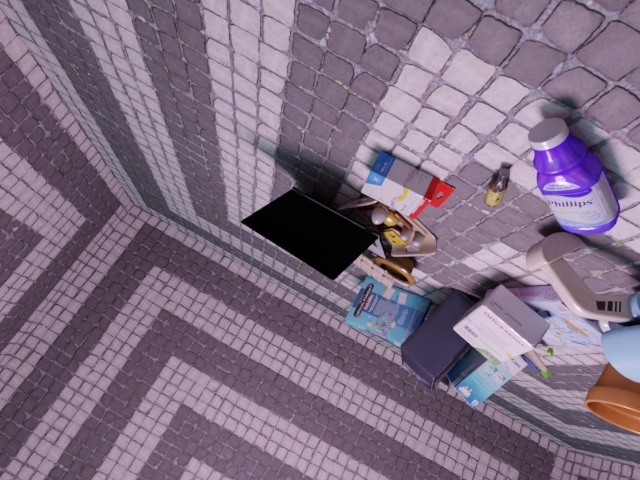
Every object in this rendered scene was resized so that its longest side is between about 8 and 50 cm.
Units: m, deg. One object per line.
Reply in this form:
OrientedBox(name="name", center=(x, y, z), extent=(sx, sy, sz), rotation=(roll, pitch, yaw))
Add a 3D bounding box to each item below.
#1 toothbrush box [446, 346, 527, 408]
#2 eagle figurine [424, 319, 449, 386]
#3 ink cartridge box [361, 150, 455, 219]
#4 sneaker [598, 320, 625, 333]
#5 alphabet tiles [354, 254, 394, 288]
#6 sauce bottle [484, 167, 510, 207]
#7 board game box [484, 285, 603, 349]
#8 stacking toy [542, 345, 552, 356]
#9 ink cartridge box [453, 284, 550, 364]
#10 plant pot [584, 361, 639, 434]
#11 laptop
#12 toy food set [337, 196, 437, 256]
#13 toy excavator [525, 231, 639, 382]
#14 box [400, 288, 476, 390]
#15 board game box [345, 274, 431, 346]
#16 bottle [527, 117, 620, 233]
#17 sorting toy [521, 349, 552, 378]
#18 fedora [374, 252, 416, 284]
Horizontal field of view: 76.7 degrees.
OrientedBox(name="toothbrush box", center=(0.710, 0.554, 1.769), extent=(0.126, 0.295, 0.216), rotation=(47, -176, 2))
OrientedBox(name="eagle figurine", center=(0.618, 0.524, 1.991), extent=(0.225, 0.226, 0.298), rotation=(21, -157, -36))
OrientedBox(name="ink cartridge box", center=(0.246, -0.144, 1.159), extent=(0.231, 0.078, 0.134), rotation=(28, 160, 4))
OrientedBox(name="sneaker", center=(0.980, 0.304, 1.205), extent=(0.282, 0.099, 0.153), rotation=(39, 160, -16))
OrientedBox(name="alphabet tiles", center=(0.204, 0.116, 1.807), extent=(0.284, 0.021, 0.278), rotation=(36, 171, 12))
OrientedBox(name="sauce bottle", center=(0.435, -0.129, 0.993), extent=(0.042, 0.042, 0.128), rotation=(22, 161, 19))
OrientedBox(name="board game box", center=(0.799, 0.270, 1.409), extent=(0.319, 0.065, 0.318), rotation=(35, 160, -15))
OrientedBox(name="stacking toy", center=(0.878, 0.431, 1.711), extent=(0.167, 0.052, 0.221), rotation=(12, 154, 39))
OrientedBox(name="ink cartridge box", center=(0.623, 0.303, 1.422), extent=(0.201, 0.117, 0.278), rotation=(42, 156, 17))
OrientedBox(name="plant pot", center=(1.125, 0.544, 1.429), extent=(0.291, 0.203, 0.291), rotation=(26, 160, 11))
OrientedBox(name="laptop", center=(0.000, 0.000, 1.451), extent=(0.382, 0.236, 0.408), rotation=(31, 171, 22))
OrientedBox(name="toy food set", center=(0.228, -0.041, 1.405), extent=(0.306, 0.092, 0.220), rotation=(39, 157, -23))
OrientedBox(name="toy excavator", center=(0.770, 0.193, 0.998), extent=(0.446, 0.432, 0.222), rotation=(2, 160, -6))
OrientedBox(name="box", center=(0.521, 0.428, 1.720), extent=(0.179, 0.343, 0.312), rotation=(42, 166, 27))
OrientedBox(name="board game box", center=(0.327, 0.347, 1.957), extent=(0.336, 0.253, 0.079), rotation=(20, 158, 25))
OrientedBox(name="bottle", center=(0.511, -0.125, 0.827), extent=(0.283, 0.092, 0.118), rotation=(42, 157, -31))
OrientedBox(name="sorting toy", center=(0.786, 0.398, 1.581), extent=(0.347, 0.047, 0.196), rotation=(48, -177, -17))
OrientedBox(name="fedora", center=(0.315, 0.102, 1.640), extent=(0.194, 0.079, 0.194), rotation=(34, 168, 8))
